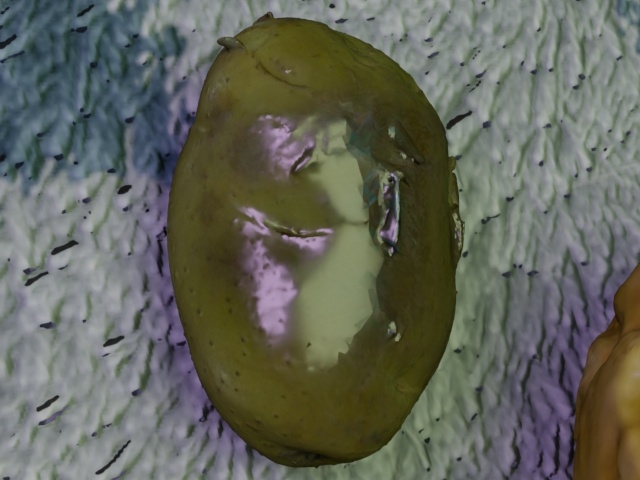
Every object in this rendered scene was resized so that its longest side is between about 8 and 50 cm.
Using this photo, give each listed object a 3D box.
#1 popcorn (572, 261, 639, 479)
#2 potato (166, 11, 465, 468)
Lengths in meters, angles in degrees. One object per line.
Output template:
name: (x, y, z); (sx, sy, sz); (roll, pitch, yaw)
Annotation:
popcorn: (0.322, 0.160, 0.951); (0.390, 0.354, 0.344); (35, 66, 29)
potato: (0.000, 0.000, 0.910); (0.169, 0.143, 0.248); (4, 77, -17)
